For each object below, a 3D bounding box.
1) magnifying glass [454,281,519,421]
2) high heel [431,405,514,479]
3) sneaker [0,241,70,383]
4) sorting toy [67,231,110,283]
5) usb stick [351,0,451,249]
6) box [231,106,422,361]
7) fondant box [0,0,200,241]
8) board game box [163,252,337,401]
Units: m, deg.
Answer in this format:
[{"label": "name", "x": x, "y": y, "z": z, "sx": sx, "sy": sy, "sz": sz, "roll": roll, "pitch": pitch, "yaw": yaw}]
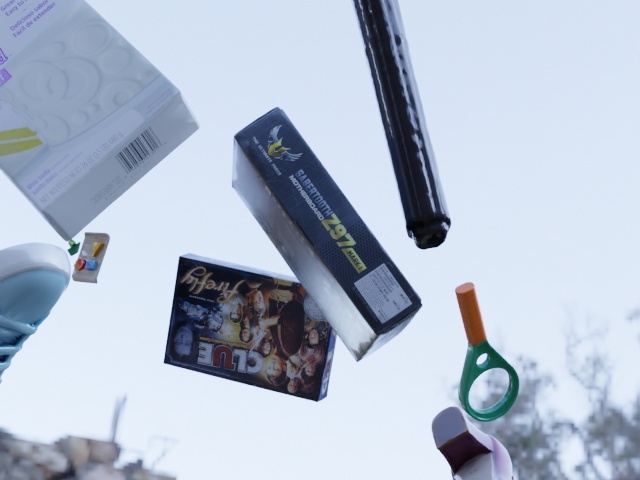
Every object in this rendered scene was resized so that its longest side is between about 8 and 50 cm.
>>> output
[{"label": "magnifying glass", "x": 0.224, "y": 0.159, "z": 1.842, "sx": 0.092, "sy": 0.026, "sz": 0.231, "roll": -25, "pitch": -57, "yaw": -14}, {"label": "high heel", "x": 0.256, "y": 0.413, "z": 1.900, "sx": 0.127, "sy": 0.377, "sz": 0.181, "roll": -29, "pitch": -59, "yaw": 19}, {"label": "sneaker", "x": -0.405, "y": 0.155, "z": 1.502, "sx": 0.366, "sy": 0.150, "sz": 0.135, "roll": -40, "pitch": -30, "yaw": 19}, {"label": "sorting toy", "x": -0.285, "y": 0.019, "z": 1.575, "sx": 0.012, "sy": 0.062, "sz": 0.083, "roll": 21, "pitch": -12, "yaw": -39}, {"label": "usb stick", "x": 0.076, "y": -0.129, "z": 1.273, "sx": 0.045, "sy": 0.278, "sz": 0.077, "roll": -11, "pitch": -17, "yaw": -4}, {"label": "box", "x": 0.000, "y": 0.000, "z": 1.275, "sx": 0.059, "sy": 0.232, "sz": 0.183, "roll": -33, "pitch": -9, "yaw": -12}, {"label": "fondant box", "x": -0.358, "y": -0.192, "z": 1.764, "sx": 0.330, "sy": 0.238, "sz": 0.096, "roll": 43, "pitch": -10, "yaw": 28}, {"label": "board game box", "x": -0.097, "y": 0.123, "z": 1.879, "sx": 0.243, "sy": 0.165, "sz": 0.042, "roll": 12, "pitch": 10, "yaw": 16}]
